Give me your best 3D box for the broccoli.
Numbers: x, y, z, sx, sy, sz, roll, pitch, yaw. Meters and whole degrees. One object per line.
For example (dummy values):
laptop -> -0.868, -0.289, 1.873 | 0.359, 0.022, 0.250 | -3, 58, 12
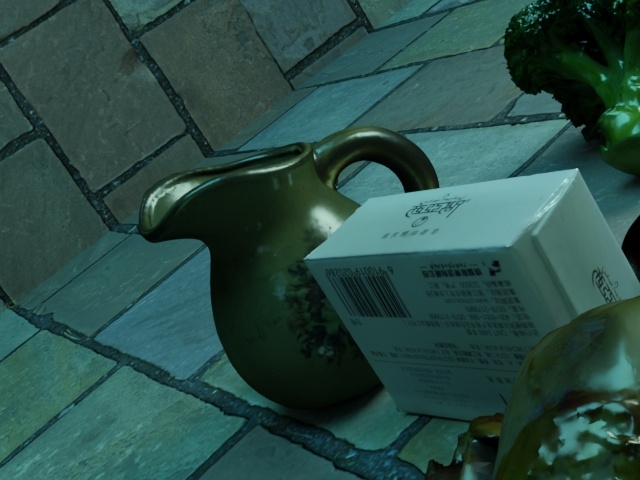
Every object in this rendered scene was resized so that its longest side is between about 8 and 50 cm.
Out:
broccoli -> 0.370, -0.218, 1.197 | 0.297, 0.297, 0.297 | -16, 51, 40

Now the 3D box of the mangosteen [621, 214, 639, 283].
mangosteen -> 0.319, 0.005, 0.835 | 0.140, 0.140, 0.140 | -29, 19, 11

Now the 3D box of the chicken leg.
chicken leg -> 0.137, 0.218, 0.626 | 0.409, 0.182, 0.295 | -59, 18, -22

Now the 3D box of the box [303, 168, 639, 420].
box -> 0.145, 0.059, 0.879 | 0.116, 0.203, 0.274 | -44, 21, -29

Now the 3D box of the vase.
vase -> 0.000, 0.000, 1.112 | 0.329, 0.302, 0.241 | -37, 18, -16
